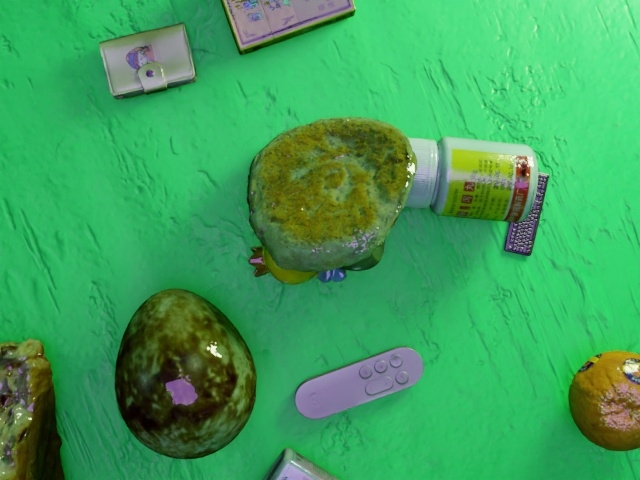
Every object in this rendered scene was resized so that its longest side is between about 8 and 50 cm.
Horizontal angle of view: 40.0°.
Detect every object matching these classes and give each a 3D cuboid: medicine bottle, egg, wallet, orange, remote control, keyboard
[{"bbox_3d":[0.254,-0.108,1.536,0.225,0.139,0.139,6,92,-2],"label":"medicine bottle"},{"bbox_3d":[-0.231,0.223,1.489,0.238,0.238,0.289,-14,84,-1],"label":"egg"},{"bbox_3d":[-0.304,-0.316,1.562,0.155,0.039,0.110,-13,89,-1],"label":"wallet"},{"bbox_3d":[-0.015,0.473,1.575,0.188,0.094,0.119,34,90,-3],"label":"medicine bottle"},{"bbox_3d":[0.528,0.282,1.553,0.177,0.155,0.178,0,85,1],"label":"orange"},{"bbox_3d":[0.070,0.260,1.605,0.245,0.022,0.077,-20,91,-1],"label":"remote control"},{"bbox_3d":[0.377,-0.051,1.606,0.053,0.010,0.155,12,92,-1],"label":"keyboard"}]

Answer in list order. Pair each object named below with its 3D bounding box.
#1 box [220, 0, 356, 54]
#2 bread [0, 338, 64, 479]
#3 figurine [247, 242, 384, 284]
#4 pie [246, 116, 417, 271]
[{"bbox_3d":[-0.064,-0.431,1.551,0.220,0.064,0.141,-20,93,-3],"label":"box"},{"bbox_3d":[-0.559,0.369,1.460,0.191,0.314,0.370,-5,97,7],"label":"bread"},{"bbox_3d":[-0.006,-0.011,1.553,0.234,0.127,0.185,-12,54,27],"label":"figurine"},{"bbox_3d":[0.019,-0.090,1.481,0.323,0.070,0.323,-10,54,15],"label":"pie"}]
